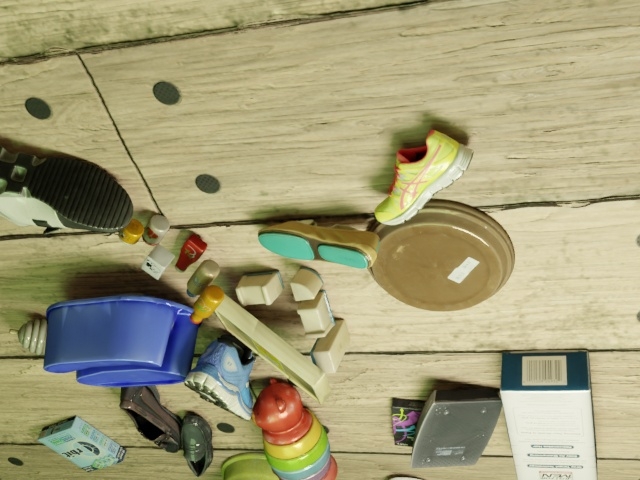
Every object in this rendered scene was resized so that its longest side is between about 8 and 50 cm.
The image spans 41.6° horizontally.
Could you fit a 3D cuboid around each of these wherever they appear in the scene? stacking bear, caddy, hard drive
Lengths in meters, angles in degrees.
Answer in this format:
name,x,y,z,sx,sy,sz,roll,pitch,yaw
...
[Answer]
name,x,y,z,sx,sy,sz,roll,pitch,yaw
stacking bear,-0.072,0.454,1.956,0.164,0.175,0.289,-18,122,1
caddy,-0.415,0.194,1.762,0.341,0.179,0.241,-7,155,21
hard drive,0.292,0.414,1.855,0.172,0.054,0.254,0,134,-9

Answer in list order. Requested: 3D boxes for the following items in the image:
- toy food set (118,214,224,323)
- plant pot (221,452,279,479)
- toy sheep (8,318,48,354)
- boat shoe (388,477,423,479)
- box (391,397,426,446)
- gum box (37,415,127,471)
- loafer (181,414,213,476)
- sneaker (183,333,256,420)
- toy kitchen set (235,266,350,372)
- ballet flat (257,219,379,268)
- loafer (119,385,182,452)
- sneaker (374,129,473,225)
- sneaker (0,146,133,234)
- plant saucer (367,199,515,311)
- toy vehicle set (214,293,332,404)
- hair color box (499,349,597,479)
name,x,y,z,sx,sy,sz,roll,pitch,yaw
toy food set,-0.285,0.049,1.611,0.232,0.111,0.104,36,134,-5
plant pot,-0.157,0.735,2.192,0.276,0.254,0.276,8,136,8
toy sheep,-0.637,0.218,1.908,0.132,0.091,0.091,7,140,-20
boat shoe,0.290,0.705,2.153,0.301,0.102,0.108,35,133,-21
box,0.224,0.423,1.932,0.116,0.029,0.162,3,137,12
gum box,-0.649,0.558,2.293,0.157,0.041,0.184,-24,126,33
loafer,-0.314,0.523,2.141,0.076,0.078,0.223,6,136,8
sneaker,-0.188,0.292,1.818,0.130,0.147,0.330,25,163,11
toy kitchen set,-0.054,0.151,1.687,0.166,0.122,0.207,-7,113,21
ballet flat,0.000,0.000,1.520,0.232,0.073,0.080,12,142,23
loafer,-0.425,0.451,2.083,0.109,0.095,0.302,-2,134,17
sneaker,0.149,-0.107,1.376,0.094,0.081,0.208,37,126,-13
sneaker,-0.505,-0.079,1.557,0.331,0.122,0.146,18,151,-2
plant saucer,0.212,0.040,1.531,0.278,0.041,0.278,7,136,7
toy vehicle set,-0.096,0.216,1.670,0.267,0.035,0.166,36,165,17
hair color box,0.481,0.374,1.757,0.174,0.105,0.347,-3,134,18
